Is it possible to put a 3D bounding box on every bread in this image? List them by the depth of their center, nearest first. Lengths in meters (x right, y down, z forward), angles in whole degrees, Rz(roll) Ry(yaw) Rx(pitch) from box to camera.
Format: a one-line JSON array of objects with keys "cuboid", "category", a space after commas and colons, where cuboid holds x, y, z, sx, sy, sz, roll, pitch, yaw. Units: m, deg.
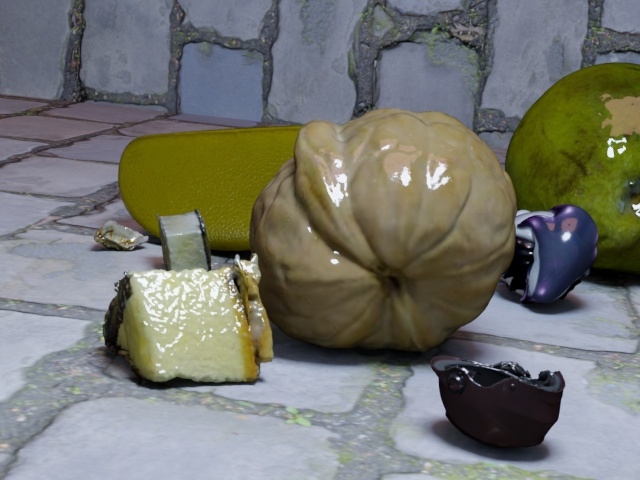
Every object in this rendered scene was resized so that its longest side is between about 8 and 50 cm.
[{"cuboid": [-0.132, 0.094, 1.294, 0.147, 0.127, 0.152, -2, -21, -24], "category": "bread"}]

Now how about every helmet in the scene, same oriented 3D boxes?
[{"cuboid": [0.153, 0.143, 1.144, 0.123, 0.070, 0.098, 5, 2, 39], "category": "helmet"}]

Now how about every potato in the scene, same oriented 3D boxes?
[{"cuboid": [-0.176, 0.006, 1.696, 0.061, 0.086, 0.122, -10, 15, -9], "category": "potato"}]

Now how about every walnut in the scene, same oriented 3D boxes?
[{"cuboid": [0.067, -0.011, 1.419, 0.296, 0.285, 0.285, -30, 5, 11], "category": "walnut"}]

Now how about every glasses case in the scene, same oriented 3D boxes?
[{"cuboid": [-0.102, -0.073, 1.851, 0.371, 0.173, 0.141, -1, 3, 28], "category": "glasses case"}]

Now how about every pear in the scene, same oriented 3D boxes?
[{"cuboid": [0.454, -0.108, 1.979, 0.352, 0.351, 0.413, 6, 18, 2], "category": "pear"}]

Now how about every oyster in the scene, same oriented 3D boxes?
[{"cuboid": [-0.283, -0.004, 1.814, 0.093, 0.034, 0.051, 11, 21, -39], "category": "oyster"}]

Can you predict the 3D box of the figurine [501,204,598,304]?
[{"cuboid": [0.297, 0.015, 1.737, 0.145, 0.145, 0.222, 4, 9, -9], "category": "figurine"}]
